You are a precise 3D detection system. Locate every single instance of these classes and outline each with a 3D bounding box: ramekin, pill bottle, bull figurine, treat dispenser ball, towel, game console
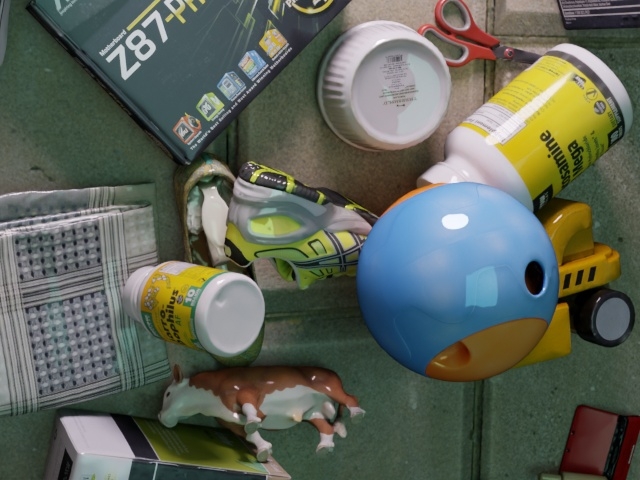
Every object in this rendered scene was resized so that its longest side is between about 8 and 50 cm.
[{"bbox_3d":[0.104,-0.235,1.761,0.207,0.109,0.207,-4,103,-16],"label":"ramekin"},{"bbox_3d":[-0.187,0.092,1.615,0.117,0.208,0.118,-9,103,-43],"label":"pill bottle"},{"bbox_3d":[-0.087,0.254,1.743,0.310,0.188,0.101,-4,118,-27],"label":"bull figurine"},{"bbox_3d":[0.195,0.059,1.622,0.288,0.288,0.288,-4,100,-21],"label":"treat dispenser ball"},{"bbox_3d":[-0.367,0.082,1.646,0.312,0.056,0.324,-10,102,-28],"label":"towel"},{"bbox_3d":[0.323,-0.148,1.825,0.334,0.188,0.188,-40,110,-10],"label":"pill bottle"},{"bbox_3d":[0.515,0.379,2.081,0.124,0.085,0.144,9,97,-53],"label":"game console"}]

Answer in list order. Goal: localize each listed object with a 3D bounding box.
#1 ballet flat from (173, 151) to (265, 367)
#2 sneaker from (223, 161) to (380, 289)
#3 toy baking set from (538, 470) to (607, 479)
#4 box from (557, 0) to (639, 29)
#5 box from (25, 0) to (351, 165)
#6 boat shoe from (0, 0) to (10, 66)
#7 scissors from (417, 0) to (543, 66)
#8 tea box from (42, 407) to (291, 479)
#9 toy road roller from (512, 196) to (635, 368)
[{"bbox_3d":[-0.149,0.041,1.715,0.123,0.123,0.349,-14,104,-19],"label":"ballet flat"},{"bbox_3d":[0.000,0.000,1.732,0.384,0.145,0.147,20,98,-40],"label":"sneaker"},{"bbox_3d":[0.471,0.503,2.049,0.256,0.030,0.197,4,114,-5],"label":"toy baking set"},{"bbox_3d":[0.484,-0.500,1.771,0.182,0.296,0.294,-28,108,-14],"label":"box"},{"bbox_3d":[-0.173,-0.356,1.650,0.395,0.097,0.318,-45,108,-8],"label":"box"},{"bbox_3d":[-0.467,-0.337,1.472,0.113,0.105,0.306,24,123,6],"label":"boat shoe"},{"bbox_3d":[0.291,-0.305,1.882,0.297,0.021,0.109,23,88,-24],"label":"scissors"},{"bbox_3d":[-0.254,0.452,1.685,0.323,0.220,0.329,13,94,-22],"label":"tea box"},{"bbox_3d":[0.336,0.063,1.858,0.329,0.202,0.241,-13,102,-23],"label":"toy road roller"}]
